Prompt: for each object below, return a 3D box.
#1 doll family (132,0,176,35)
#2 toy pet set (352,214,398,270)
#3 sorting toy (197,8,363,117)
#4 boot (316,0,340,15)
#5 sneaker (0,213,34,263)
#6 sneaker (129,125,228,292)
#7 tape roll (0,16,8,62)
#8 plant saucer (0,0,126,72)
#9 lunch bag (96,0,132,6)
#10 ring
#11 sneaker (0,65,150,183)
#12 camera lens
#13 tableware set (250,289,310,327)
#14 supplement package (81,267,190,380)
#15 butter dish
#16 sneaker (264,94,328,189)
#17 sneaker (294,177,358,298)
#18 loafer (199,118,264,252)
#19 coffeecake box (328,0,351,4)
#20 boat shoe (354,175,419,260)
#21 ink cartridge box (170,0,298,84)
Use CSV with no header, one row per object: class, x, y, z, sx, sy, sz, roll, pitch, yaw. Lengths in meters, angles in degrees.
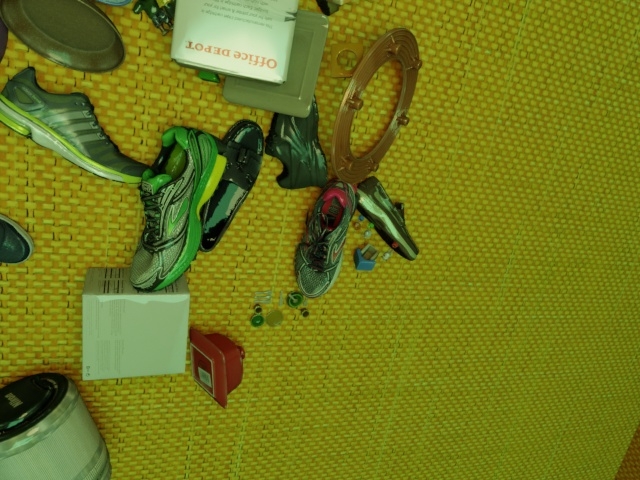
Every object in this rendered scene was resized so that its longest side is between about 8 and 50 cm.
doll family,-0.264,-0.478,0.897,0.193,0.076,0.111,-40,114,-8
toy pet set,0.114,0.021,1.214,0.065,0.122,0.114,-43,164,-31
sorting toy,-0.085,-0.354,0.960,0.347,0.047,0.196,14,97,7
boot,0.074,-0.620,0.966,0.269,0.089,0.236,-36,131,-4
sneaker,-0.671,-0.017,0.865,0.282,0.153,0.099,34,96,-28
sneaker,-0.312,-0.065,0.958,0.146,0.134,0.344,18,90,-62
tape roll,-0.665,-0.365,0.771,0.274,0.090,0.275,-8,113,-18
plant saucer,-0.432,-0.365,0.828,0.198,0.198,0.036,18,67,-26
lunch bag,-0.398,-0.526,0.750,0.303,0.115,0.243,14,124,-17
ring,0.129,-0.272,1.031,0.336,0.032,0.337,-47,154,-31
sneaker,-0.446,-0.206,0.911,0.299,0.111,0.121,31,89,-32
camera lens,-0.594,0.442,1.034,0.219,0.219,0.275,-18,115,-14
tableware set,-0.100,0.178,1.236,0.154,0.024,0.104,2,109,-22
supplement package,-0.397,0.171,1.046,0.203,0.149,0.194,2,109,-22
butter dish,-0.236,0.291,1.174,0.118,0.160,0.160,-16,117,-41
sneaker,-0.064,-0.240,1.049,0.130,0.109,0.287,-12,110,-6
sneaker,0.000,0.000,1.134,0.120,0.112,0.300,16,109,7
loafer,-0.194,-0.110,1.047,0.109,0.095,0.303,22,101,-27
coffeecake box,0.088,-0.552,0.915,0.185,0.068,0.142,-27,130,-13
boat shoe,0.183,-0.056,1.219,0.095,0.095,0.257,-47,118,-6
ink cartridge box,-0.140,-0.425,0.842,0.198,0.115,0.273,8,101,-12
